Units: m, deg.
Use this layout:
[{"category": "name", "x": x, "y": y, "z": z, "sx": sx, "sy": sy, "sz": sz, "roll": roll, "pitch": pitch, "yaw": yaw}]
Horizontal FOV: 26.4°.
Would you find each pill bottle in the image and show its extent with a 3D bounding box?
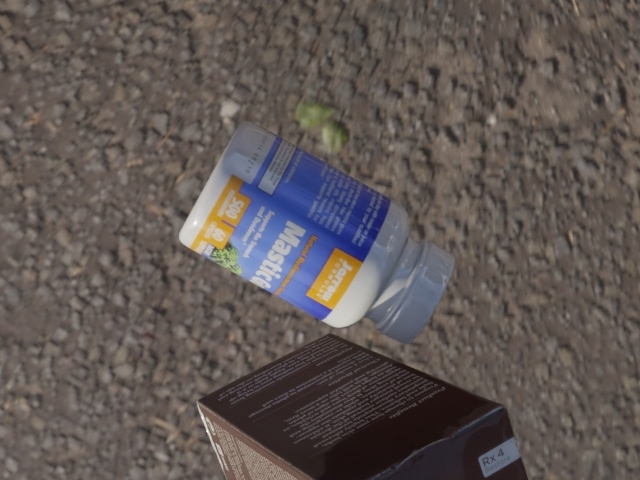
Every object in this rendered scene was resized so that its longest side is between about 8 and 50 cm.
[{"category": "pill bottle", "x": 0.000, "y": 0.000, "z": 1.458, "sx": 0.272, "sy": 0.152, "sz": 0.152, "roll": 29, "pitch": 111, "yaw": -4}]

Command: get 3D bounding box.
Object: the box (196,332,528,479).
[{"category": "box", "x": 0.036, "y": 0.224, "z": 1.422, "sx": 0.191, "sy": 0.381, "sz": 0.143, "roll": -25, "pitch": 105, "yaw": -19}]
